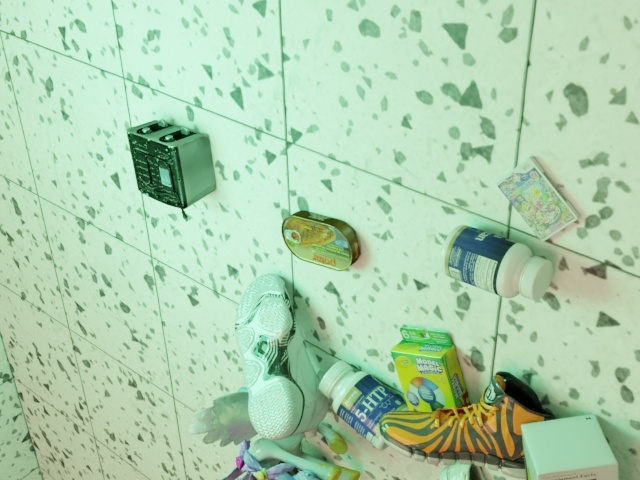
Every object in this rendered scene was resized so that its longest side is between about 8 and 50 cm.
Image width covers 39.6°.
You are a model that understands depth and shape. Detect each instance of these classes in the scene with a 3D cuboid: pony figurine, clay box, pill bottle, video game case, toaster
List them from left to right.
[{"bbox_3d":[-0.327,-0.164,1.956,0.168,0.110,0.186,21,129,36],"label":"toaster"},{"bbox_3d":[-0.128,0.488,2.040,0.363,0.351,0.303,28,118,25],"label":"pony figurine"},{"bbox_3d":[0.091,0.343,1.878,0.186,0.112,0.112,37,138,21],"label":"pill bottle"},{"bbox_3d":[0.219,0.279,1.748,0.127,0.053,0.222,1,118,44],"label":"clay box"},{"bbox_3d":[0.293,0.040,1.472,0.169,0.094,0.094,21,130,35],"label":"pill bottle"},{"bbox_3d":[0.344,-0.065,1.411,0.122,0.011,0.087,53,141,4],"label":"video game case"}]

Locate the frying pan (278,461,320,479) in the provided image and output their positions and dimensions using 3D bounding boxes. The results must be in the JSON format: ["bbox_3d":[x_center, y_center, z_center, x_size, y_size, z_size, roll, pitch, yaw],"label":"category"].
[{"bbox_3d":[0.018,0.638,2.212,0.326,0.053,0.197,39,141,3],"label":"frying pan"}]

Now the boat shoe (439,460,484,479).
[{"bbox_3d":[0.316,0.573,1.769,0.088,0.096,0.267,-36,52,42],"label":"boat shoe"}]

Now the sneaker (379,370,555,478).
[{"bbox_3d":[0.274,0.318,1.632,0.321,0.124,0.180,7,117,5],"label":"sneaker"}]

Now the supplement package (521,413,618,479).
[{"bbox_3d":[0.434,0.444,1.538,0.133,0.139,0.244,-9,115,4],"label":"supplement package"}]

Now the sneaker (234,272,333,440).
[{"bbox_3d":[-0.076,0.265,1.964,0.137,0.210,0.366,-17,66,23],"label":"sneaker"}]

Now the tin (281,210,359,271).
[{"bbox_3d":[0.000,0.000,1.793,0.189,0.040,0.106,16,123,39],"label":"tin"}]
